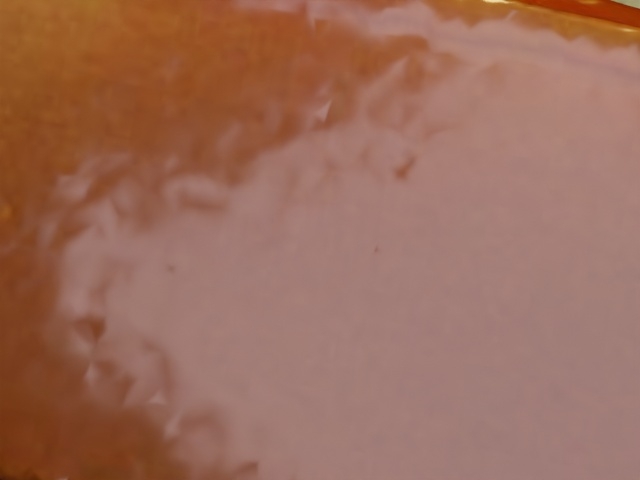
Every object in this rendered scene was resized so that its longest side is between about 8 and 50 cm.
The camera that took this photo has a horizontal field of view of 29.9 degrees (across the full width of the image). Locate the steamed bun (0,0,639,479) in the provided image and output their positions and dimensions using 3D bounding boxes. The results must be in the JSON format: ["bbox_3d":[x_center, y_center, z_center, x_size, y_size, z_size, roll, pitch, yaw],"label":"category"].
[{"bbox_3d":[0.000,0.000,0.507,0.379,0.248,0.235,8,90,3],"label":"steamed bun"}]
